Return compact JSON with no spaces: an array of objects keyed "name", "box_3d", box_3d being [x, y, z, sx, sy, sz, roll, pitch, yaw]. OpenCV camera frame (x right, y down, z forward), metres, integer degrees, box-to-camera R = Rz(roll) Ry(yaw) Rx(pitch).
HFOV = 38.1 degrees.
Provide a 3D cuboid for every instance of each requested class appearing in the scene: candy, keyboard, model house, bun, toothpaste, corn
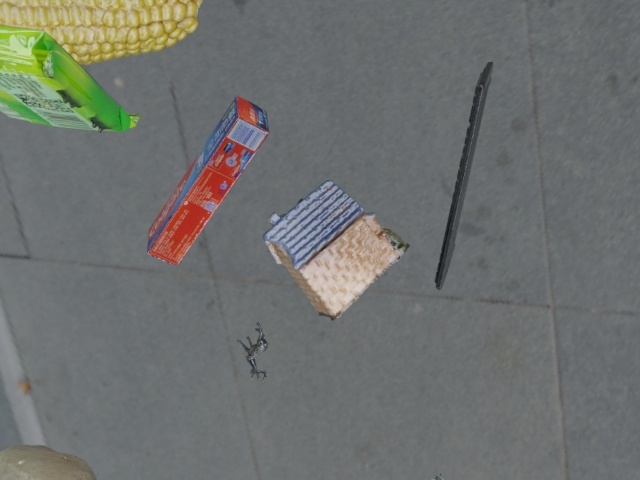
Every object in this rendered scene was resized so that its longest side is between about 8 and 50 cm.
[{"name":"candy","box_3d":[-0.189,-0.102,0.606,0.102,0.178,0.032,11,84,5]},{"name":"keyboard","box_3d":[0.172,-0.027,1.147,0.041,0.103,0.381,8,118,14]},{"name":"model house","box_3d":[0.000,0.000,1.407,0.172,0.166,0.183,48,167,-12]},{"name":"bun","box_3d":[-0.425,0.445,1.417,0.282,0.205,0.281,-9,73,31]},{"name":"toothpaste","box_3d":[-0.198,-0.097,1.601,0.066,0.076,0.320,26,118,-24]},{"name":"corn","box_3d":[-0.316,-0.229,0.930,0.144,0.387,0.143,168,90,-68]}]

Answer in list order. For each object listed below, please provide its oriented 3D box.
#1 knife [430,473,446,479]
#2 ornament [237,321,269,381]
[{"name":"knife","box_3d":[0.209,0.386,1.281,0.162,0.023,0.044,43,154,35]},{"name":"ornament","box_3d":[-0.134,0.244,1.972,0.073,0.028,0.125,-40,50,24]}]
